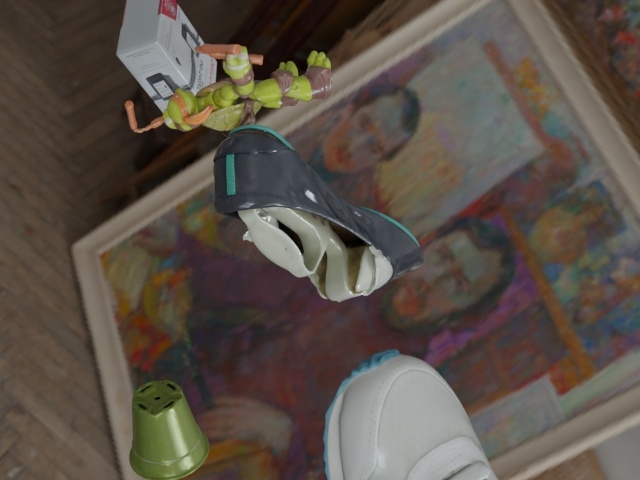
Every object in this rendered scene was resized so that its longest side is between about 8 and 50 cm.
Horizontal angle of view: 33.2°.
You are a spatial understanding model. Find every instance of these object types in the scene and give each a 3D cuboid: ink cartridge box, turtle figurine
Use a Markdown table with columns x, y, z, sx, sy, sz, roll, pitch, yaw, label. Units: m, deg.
| x | y | z | sx | sy | sz | roll | pitch | yaw | label |
| --- | --- | --- | --- | --- | --- | --- | --- | --- | --- |
| -0.196 | -0.237 | 1.406 | 0.150 | 0.063 | 0.109 | 54 | 28 | -48 | ink cartridge box |
| -0.092 | -0.171 | 1.261 | 0.217 | 0.269 | 0.087 | -18 | 84 | -35 | turtle figurine |

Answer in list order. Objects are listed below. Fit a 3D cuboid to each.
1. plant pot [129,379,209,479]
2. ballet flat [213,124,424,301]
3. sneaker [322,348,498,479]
| x | y | z | sx | sy | sz | roll | pitch | yaw | label |
| --- | --- | --- | --- | --- | --- | --- | --- | --- | --- |
| -0.160 | 0.187 | 1.089 | 0.083 | 0.079 | 0.083 | -4 | 35 | 3 | plant pot |
| 0.000 | 0.000 | 0.716 | 0.203 | 0.074 | 0.074 | 36 | 29 | -44 | ballet flat |
| 0.077 | 0.156 | 0.502 | 0.087 | 0.092 | 0.228 | -24 | 92 | -37 | sneaker |
